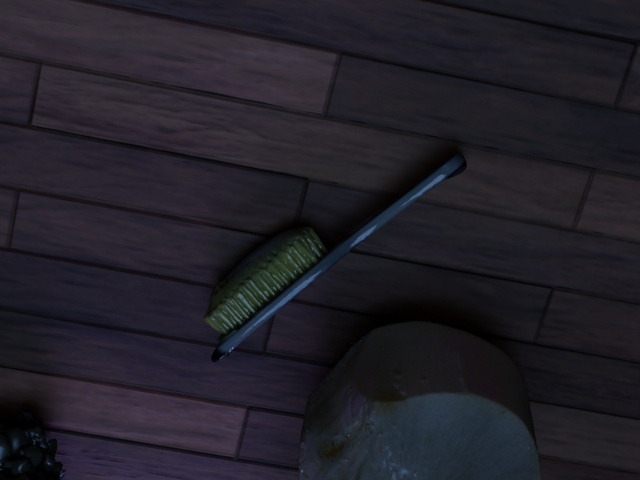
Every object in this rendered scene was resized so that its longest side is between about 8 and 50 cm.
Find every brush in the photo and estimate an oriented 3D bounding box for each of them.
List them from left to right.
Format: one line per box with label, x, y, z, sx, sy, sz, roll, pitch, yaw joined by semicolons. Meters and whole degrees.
brush;0.000;0.000;1.528;0.297;0.068;0.060;-38;92;12

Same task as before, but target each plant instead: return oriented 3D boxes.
plant;-0.286;0.232;1.593;0.094;0.143;0.092;-15;158;21

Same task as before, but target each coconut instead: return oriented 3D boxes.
coconut;0.090;0.194;1.539;0.241;0.241;0.241;-1;119;-2
